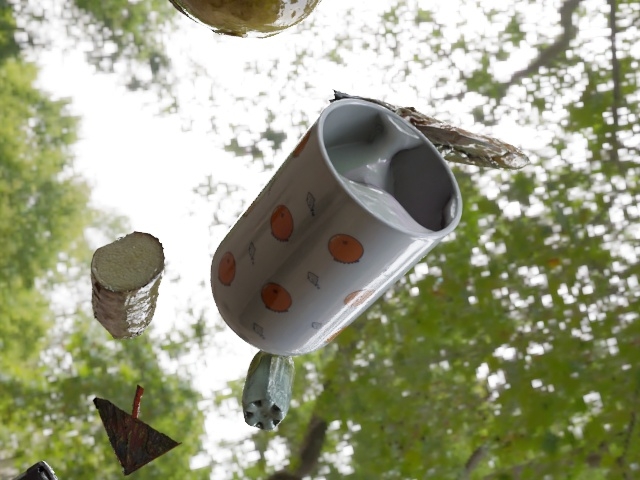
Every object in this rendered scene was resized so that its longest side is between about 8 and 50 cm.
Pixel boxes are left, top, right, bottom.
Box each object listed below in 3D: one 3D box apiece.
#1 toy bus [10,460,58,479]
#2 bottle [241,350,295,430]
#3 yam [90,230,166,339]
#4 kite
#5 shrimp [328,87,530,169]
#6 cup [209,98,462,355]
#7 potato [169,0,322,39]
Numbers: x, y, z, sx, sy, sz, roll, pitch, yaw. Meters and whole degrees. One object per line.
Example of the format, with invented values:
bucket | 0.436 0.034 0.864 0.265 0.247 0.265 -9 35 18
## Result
toy bus | -0.417 0.427 1.325 0.143 0.305 0.179 53 -8 34
bottle | -0.083 0.216 1.857 0.269 0.083 0.083 -81 179 -60
yam | -0.347 0.084 1.938 0.238 0.129 0.128 111 -16 -63
kite | -0.330 0.343 1.923 0.232 0.009 0.189 23 -67 32
shrimp | 0.165 -0.158 1.573 0.164 0.317 0.062 -170 -84 -74
cup | 0.000 0.000 1.385 0.317 0.212 0.212 -46 -124 37
potato | -0.062 -0.461 1.834 0.296 0.397 0.290 28 -59 45
